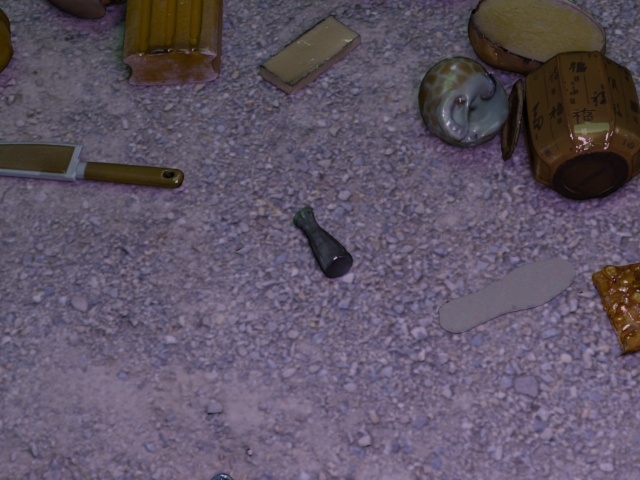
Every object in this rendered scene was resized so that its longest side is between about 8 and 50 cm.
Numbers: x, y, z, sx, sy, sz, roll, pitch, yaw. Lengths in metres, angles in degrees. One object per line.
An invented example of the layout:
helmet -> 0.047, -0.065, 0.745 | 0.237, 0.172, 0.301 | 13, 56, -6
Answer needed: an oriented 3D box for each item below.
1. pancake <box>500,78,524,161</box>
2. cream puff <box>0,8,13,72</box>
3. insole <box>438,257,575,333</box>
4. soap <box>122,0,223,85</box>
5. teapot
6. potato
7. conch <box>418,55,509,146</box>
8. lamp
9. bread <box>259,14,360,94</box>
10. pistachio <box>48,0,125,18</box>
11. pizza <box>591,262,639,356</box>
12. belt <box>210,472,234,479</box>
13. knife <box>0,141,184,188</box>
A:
pancake -> 0.262, -0.164, 1.990 | 0.011, 0.115, 0.115 | 6, 52, -4
cream puff -> -0.592, -0.294, 2.124 | 0.281, 0.185, 0.282 | -1, 56, 2
insole -> 0.240, 0.071, 1.877 | 0.197, 0.004, 0.065 | -23, 54, -12
soap -> -0.219, -0.340, 2.193 | 0.140, 0.073, 0.232 | -3, 52, 1
teapot -> 0.000, 0.000, 1.934 | 0.042, 0.043, 0.111 | -25, 50, -14
potato -> 0.307, -0.277, 2.096 | 0.200, 0.081, 0.164 | 19, 48, 15
conch -> 0.195, -0.191, 2.027 | 0.116, 0.106, 0.173 | -36, 56, -1
lamp -> 0.350, -0.155, 1.952 | 0.161, 0.161, 0.185 | -6, 53, 1
bread -> -0.014, -0.274, 2.153 | 0.068, 0.028, 0.153 | 36, 62, 28
pistachio -> -0.372, -0.409, 2.230 | 0.185, 0.124, 0.124 | 37, 64, 25
pizza -> 0.405, 0.065, 1.845 | 0.178, 0.041, 0.131 | -36, 56, -21
belt -> -0.019, 0.342, 1.651 | 0.302, 0.072, 0.087 | 14, 59, 13
knife -> -0.352, -0.107, 2.054 | 0.342, 0.027, 0.061 | 5, 57, 12
